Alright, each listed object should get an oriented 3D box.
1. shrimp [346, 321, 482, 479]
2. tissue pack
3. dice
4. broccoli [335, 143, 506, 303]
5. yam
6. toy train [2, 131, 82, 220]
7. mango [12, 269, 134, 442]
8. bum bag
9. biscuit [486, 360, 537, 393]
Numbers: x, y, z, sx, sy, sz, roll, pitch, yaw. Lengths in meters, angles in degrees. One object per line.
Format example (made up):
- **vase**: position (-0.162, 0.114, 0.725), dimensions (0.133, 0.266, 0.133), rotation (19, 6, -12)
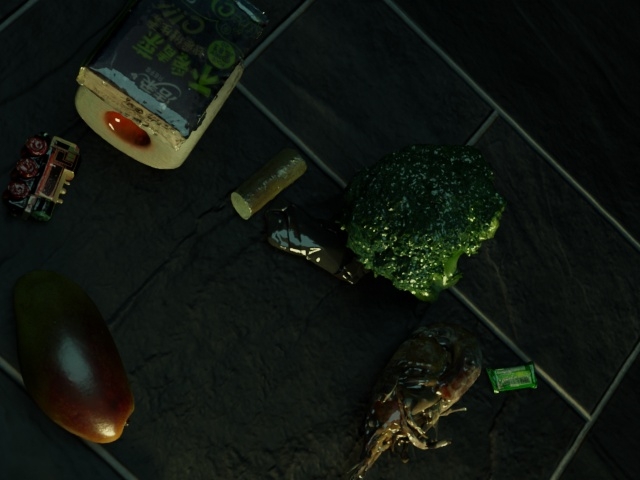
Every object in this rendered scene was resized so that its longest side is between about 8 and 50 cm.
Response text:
- **shrimp**: position (0.137, 0.267, 1.590), dimensions (0.145, 0.116, 0.343), rotation (35, 65, 7)
- **tissue pack**: position (-0.198, -0.264, 1.419), dimensions (0.173, 0.073, 0.235), rotation (34, 67, -9)
- **dice**: position (-0.240, -0.233, 1.541), dimensions (0.193, 0.194, 0.191), rotation (34, 65, -7)
- **broccoli**: position (0.161, -0.027, 1.612), dimensions (0.265, 0.245, 0.294), rotation (-1, 50, 18)
- **yam**: position (-0.083, -0.092, 1.640), dimensions (0.132, 0.054, 0.054), rotation (-42, 93, -25)
- **toy train**: position (-0.409, -0.090, 1.514), dimensions (0.087, 0.050, 0.137), rotation (23, 69, -17)
- **mango**: position (-0.352, 0.160, 1.434), dimensions (0.133, 0.111, 0.267), rotation (-25, 80, -14)
- **bum bag**: position (0.000, 0.000, 1.647), dimensions (0.198, 0.049, 0.087), rotation (28, 62, -11)
- **biscuit**: position (0.320, 0.229, 1.724), dimensions (0.089, 0.016, 0.046), rotation (-4, 75, -23)
